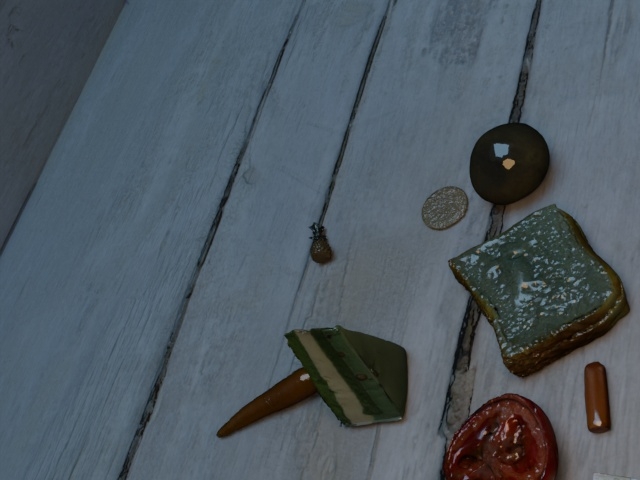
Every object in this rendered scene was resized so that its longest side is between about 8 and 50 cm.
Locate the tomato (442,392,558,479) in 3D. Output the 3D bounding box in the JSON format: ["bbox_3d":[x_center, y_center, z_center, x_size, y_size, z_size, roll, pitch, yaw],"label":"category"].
[{"bbox_3d":[0.336,0.397,1.499,0.228,0.101,0.227,-29,41,29],"label":"tomato"}]

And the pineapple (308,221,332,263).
[{"bbox_3d":[0.000,0.000,2.086,0.058,0.058,0.124,-25,42,21],"label":"pineapple"}]

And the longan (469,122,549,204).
[{"bbox_3d":[0.410,-0.168,1.824,0.167,0.167,0.187,33,103,47],"label":"longan"}]

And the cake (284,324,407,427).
[{"bbox_3d":[0.058,0.226,1.720,0.158,0.283,0.172,-15,35,28],"label":"cake"}]

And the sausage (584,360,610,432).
[{"bbox_3d":[0.496,0.280,1.500,0.039,0.041,0.131,-17,50,34],"label":"sausage"}]

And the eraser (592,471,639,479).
[{"bbox_3d":[0.501,0.417,1.410,0.083,0.019,0.038,0,57,37],"label":"eraser"}]

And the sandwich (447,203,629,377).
[{"bbox_3d":[0.431,0.091,1.652,0.271,0.099,0.301,-35,43,11],"label":"sandwich"}]

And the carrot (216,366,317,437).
[{"bbox_3d":[-0.109,0.366,1.896,0.336,0.069,0.069,-34,44,21],"label":"carrot"}]

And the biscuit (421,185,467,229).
[{"bbox_3d":[0.289,-0.077,1.946,0.120,0.015,0.120,-19,50,25],"label":"biscuit"}]
